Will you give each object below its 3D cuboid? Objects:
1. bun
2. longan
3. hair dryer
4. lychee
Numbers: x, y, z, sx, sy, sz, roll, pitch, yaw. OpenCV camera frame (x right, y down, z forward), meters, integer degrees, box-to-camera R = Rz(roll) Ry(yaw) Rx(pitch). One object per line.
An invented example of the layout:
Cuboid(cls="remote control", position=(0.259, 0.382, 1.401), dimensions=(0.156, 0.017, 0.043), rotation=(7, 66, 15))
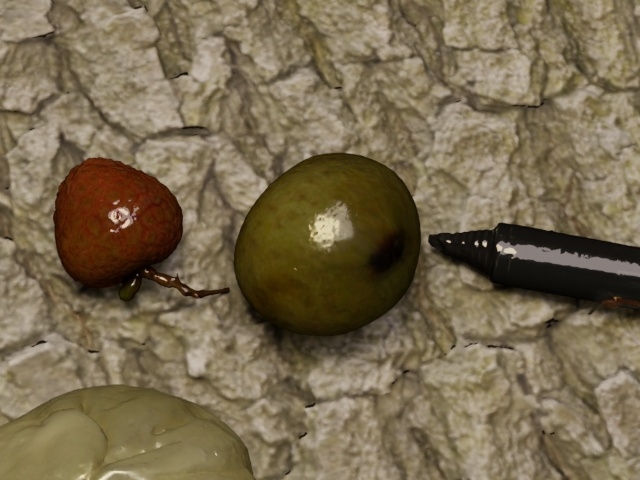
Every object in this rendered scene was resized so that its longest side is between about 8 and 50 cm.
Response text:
Cuboid(cls="bun", position=(-0.155, 0.214, 1.405), dimensions=(0.259, 0.160, 0.259), rotation=(3, 62, -5))
Cuboid(cls="longan", position=(0.000, 0.000, 1.541), dimensions=(0.154, 0.145, 0.176), rotation=(-13, 24, -37))
Cuboid(cls="hair dryer", position=(0.260, 0.049, 1.584), dimensions=(0.352, 0.107, 0.189), rotation=(9, 66, 5))
Cuboid(cls="lychee", position=(-0.154, -0.005, 1.535), dimensions=(0.114, 0.101, 0.140), rotation=(-34, 68, -30))
